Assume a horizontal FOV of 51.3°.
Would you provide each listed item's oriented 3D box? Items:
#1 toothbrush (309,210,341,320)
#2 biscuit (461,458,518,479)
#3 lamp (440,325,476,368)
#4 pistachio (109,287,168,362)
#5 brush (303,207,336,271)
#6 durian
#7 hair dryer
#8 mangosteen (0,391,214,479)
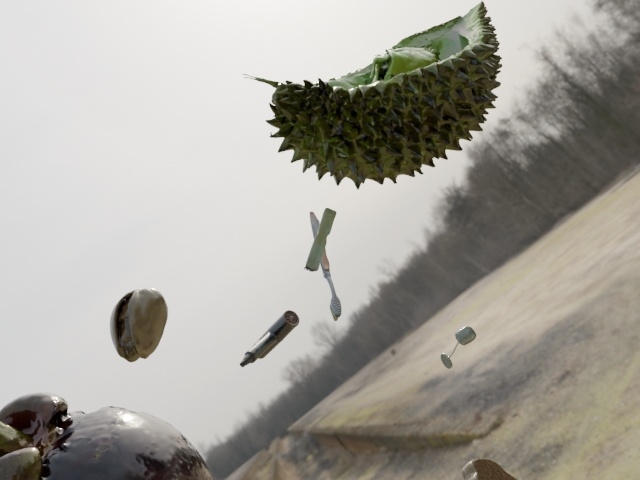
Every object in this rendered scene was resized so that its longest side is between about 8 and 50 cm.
[{"bbox_3d":[0.009,0.057,1.822,0.028,0.375,0.037,0,-40,-17],"label":"toothbrush"},{"bbox_3d":[0.349,0.484,1.063,0.183,0.320,0.047,-10,-47,-59],"label":"biscuit"},{"bbox_3d":[0.399,0.317,1.949,0.056,0.050,0.198,-26,-26,-22],"label":"lamp"},{"bbox_3d":[-0.340,0.154,1.249,0.113,0.149,0.113,3,-28,1],"label":"pistachio"},{"bbox_3d":[0.000,0.000,1.577,0.030,0.033,0.178,121,170,-57],"label":"brush"},{"bbox_3d":[0.100,-0.183,0.864,0.355,0.169,0.157,-22,-39,-15],"label":"durian"},{"bbox_3d":[-0.150,0.264,1.592,0.195,0.050,0.173,-38,-10,-50],"label":"hair dryer"},{"bbox_3d":[-0.258,0.304,0.726,0.297,0.293,0.297,-17,-13,-4],"label":"mangosteen"}]
